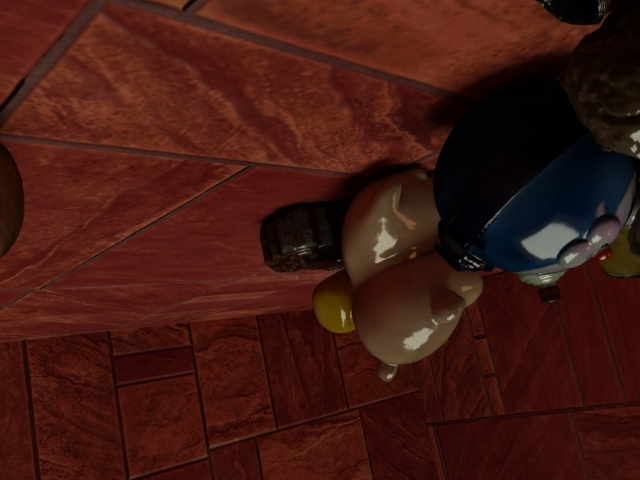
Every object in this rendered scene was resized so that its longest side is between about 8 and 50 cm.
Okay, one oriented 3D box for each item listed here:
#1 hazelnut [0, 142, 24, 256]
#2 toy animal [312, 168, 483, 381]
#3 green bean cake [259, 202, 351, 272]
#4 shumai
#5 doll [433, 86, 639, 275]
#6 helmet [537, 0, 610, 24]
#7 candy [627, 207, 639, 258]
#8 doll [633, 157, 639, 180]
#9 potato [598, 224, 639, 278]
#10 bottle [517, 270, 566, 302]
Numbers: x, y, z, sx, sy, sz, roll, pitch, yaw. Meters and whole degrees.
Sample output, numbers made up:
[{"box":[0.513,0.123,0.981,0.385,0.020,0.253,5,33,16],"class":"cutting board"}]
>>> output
[{"box":[-0.355,-0.026,0.554,0.182,0.182,0.182,-11,169,-2],"class":"hazelnut"},{"box":[0.170,0.064,1.069,0.277,0.247,0.345,-6,130,-34],"class":"toy animal"},{"box":[0.000,0.000,1.206,0.233,0.097,0.198,-4,167,-34],"class":"green bean cake"},{"box":[0.310,-0.176,0.529,0.206,0.166,0.175,-37,157,2],"class":"shumai"},{"box":[0.279,-0.071,0.810,0.284,0.240,0.310,-49,162,28],"class":"doll"},{"box":[0.195,-0.210,0.495,0.084,0.049,0.065,27,-176,-32],"class":"helmet"},{"box":[0.507,-0.061,0.778,0.135,0.179,0.321,32,-152,31],"class":"candy"},{"box":[0.506,-0.126,0.993,0.314,0.141,0.177,-8,165,0],"class":"doll"},{"box":[0.622,-0.091,1.199,0.300,0.196,0.246,-39,-165,-10],"class":"potato"},{"box":[0.440,0.007,1.302,0.104,0.245,0.104,-11,168,-2],"class":"bottle"}]
